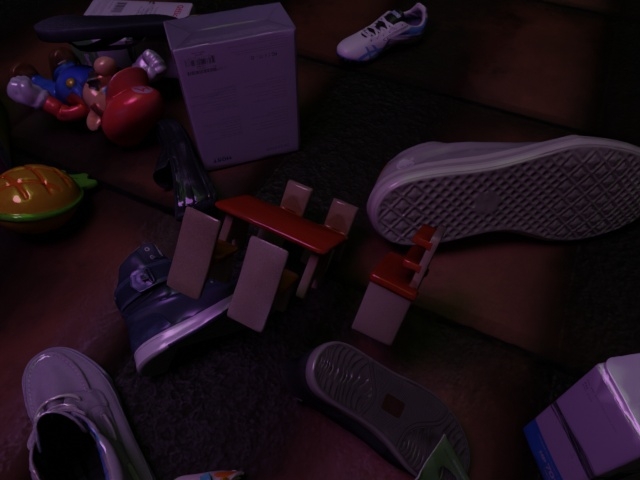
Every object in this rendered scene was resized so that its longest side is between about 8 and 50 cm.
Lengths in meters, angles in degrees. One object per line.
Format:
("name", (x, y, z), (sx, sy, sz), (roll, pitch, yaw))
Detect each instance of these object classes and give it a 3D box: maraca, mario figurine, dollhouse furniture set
("maraca", (-0.428, -0.072, 0.712), (0.127, 0.099, 0.185), (11, 28, -2))
("mario figurine", (-0.412, -0.292, 0.824), (0.321, 0.170, 0.198), (23, 85, 24))
("dollhouse furniture set", (0.000, 0.000, 0.552), (0.259, 0.135, 0.262), (24, 20, 14))

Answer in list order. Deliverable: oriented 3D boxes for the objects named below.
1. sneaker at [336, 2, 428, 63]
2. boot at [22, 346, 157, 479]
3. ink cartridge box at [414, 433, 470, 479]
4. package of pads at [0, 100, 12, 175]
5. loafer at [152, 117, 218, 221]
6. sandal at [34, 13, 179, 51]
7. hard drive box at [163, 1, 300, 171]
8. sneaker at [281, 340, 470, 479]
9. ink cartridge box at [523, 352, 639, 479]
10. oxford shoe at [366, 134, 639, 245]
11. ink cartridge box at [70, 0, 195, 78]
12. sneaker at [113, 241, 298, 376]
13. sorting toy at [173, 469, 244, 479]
("sneaker", (0.134, -0.458, 1.014), (0.237, 0.086, 0.085), (-29, 60, -19))
("boot", (-0.261, 0.192, 0.490), (0.095, 0.123, 0.258), (-37, 61, -25))
("ink cartridge box", (0.099, 0.300, 0.414), (0.209, 0.109, 0.062), (-44, 25, -28))
("package of pads", (-0.589, -0.203, 0.724), (0.101, 0.229, 0.296), (-21, 55, -16))
("loafer", (-0.238, -0.120, 0.758), (0.078, 0.076, 0.223), (-18, 58, -23))
("sandal", (-0.364, -0.366, 0.827), (0.255, 0.054, 0.097), (-25, 47, -40))
("hard drive box", (-0.132, -0.241, 0.754), (0.181, 0.232, 0.089), (-15, 54, -12))
("sneaker", (0.061, 0.193, 0.528), (0.222, 0.118, 0.083), (41, 63, -7))
("ink cartridge box", (0.312, 0.184, 0.459), (0.140, 0.190, 0.082), (-7, 53, -5))
("oxford shoe", (0.286, -0.084, 0.696), (0.450, 0.169, 0.130), (-4, 31, -3))
("ink cartridge box", (-0.384, -0.429, 0.981), (0.220, 0.092, 0.160), (3, 54, 1))
("sneaker", (-0.159, 0.055, 0.620), (0.226, 0.086, 0.163), (-25, 58, -18))
("sorting toy", (-0.130, 0.279, 0.485), (0.075, 0.044, 0.083), (-5, 50, 20))
